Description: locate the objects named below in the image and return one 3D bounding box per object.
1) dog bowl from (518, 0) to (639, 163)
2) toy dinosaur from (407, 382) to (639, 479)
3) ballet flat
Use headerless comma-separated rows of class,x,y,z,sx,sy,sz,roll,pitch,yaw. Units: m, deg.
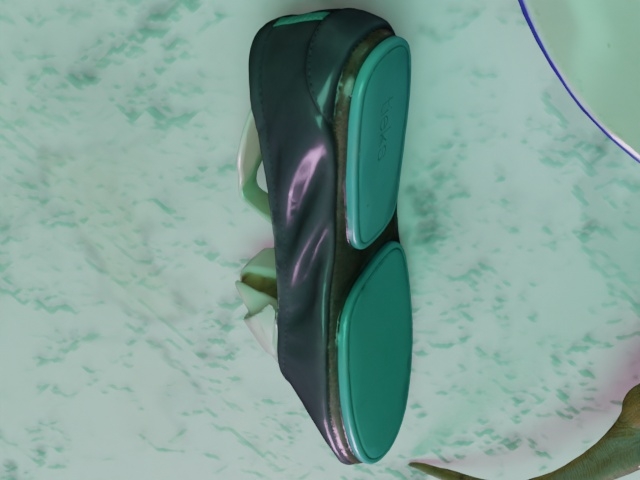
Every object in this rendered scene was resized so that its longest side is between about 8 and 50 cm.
dog bowl,0.181,-0.135,0.379,0.265,0.104,0.264,3,117,5
toy dinosaur,0.140,0.078,0.509,0.064,0.112,0.211,37,110,-25
ballet flat,0.000,0.000,0.497,0.074,0.074,0.203,1,124,6
